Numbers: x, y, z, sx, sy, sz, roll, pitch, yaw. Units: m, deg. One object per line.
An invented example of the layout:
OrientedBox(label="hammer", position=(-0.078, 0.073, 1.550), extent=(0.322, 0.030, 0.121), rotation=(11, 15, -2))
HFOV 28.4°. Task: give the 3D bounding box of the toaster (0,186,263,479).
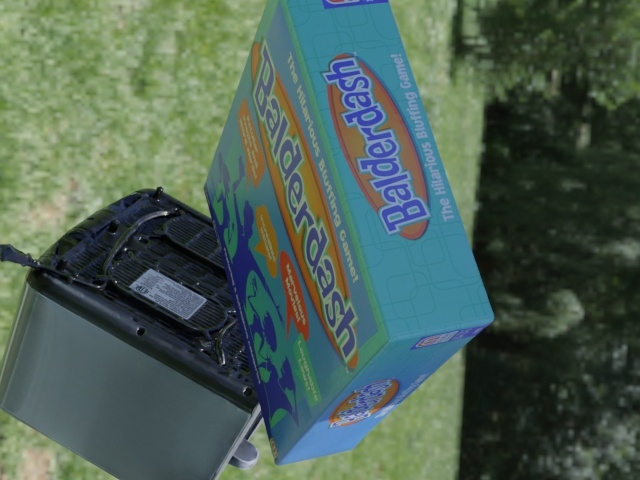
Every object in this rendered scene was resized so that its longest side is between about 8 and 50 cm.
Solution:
OrientedBox(label="toaster", position=(-0.098, 0.057, 0.789), extent=(0.110, 0.185, 0.168), rotation=(-65, 172, 26))

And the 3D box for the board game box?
OrientedBox(label="board game box", position=(0.000, 0.000, 0.576), extent=(0.210, 0.047, 0.160), rotation=(121, -44, -63))
